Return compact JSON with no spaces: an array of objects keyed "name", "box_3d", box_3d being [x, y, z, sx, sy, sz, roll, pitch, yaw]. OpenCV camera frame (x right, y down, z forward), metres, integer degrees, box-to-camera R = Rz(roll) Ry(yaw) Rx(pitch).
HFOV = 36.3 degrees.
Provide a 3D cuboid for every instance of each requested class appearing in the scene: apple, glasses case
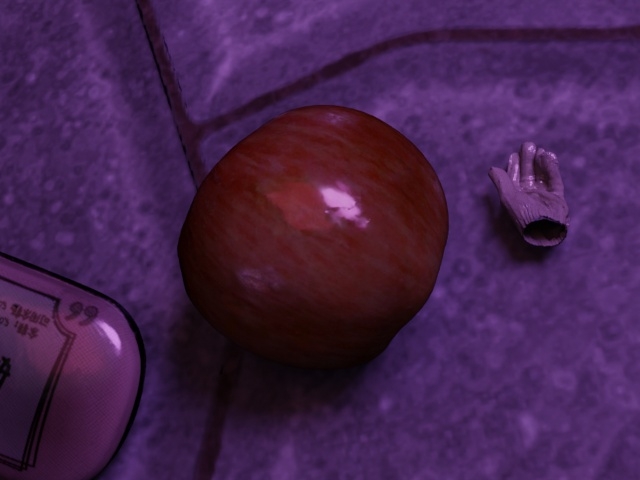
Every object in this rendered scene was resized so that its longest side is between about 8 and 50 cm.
[{"name":"apple","box_3d":[0.000,0.000,0.528,0.131,0.146,0.146,37,80,7]},{"name":"glasses case","box_3d":[-0.249,0.052,0.605,0.314,0.075,0.122,20,91,19]}]

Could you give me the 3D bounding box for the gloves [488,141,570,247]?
[{"name":"gloves","box_3d":[0.120,-0.023,0.560,0.044,0.037,0.081,9,56,-7]}]
